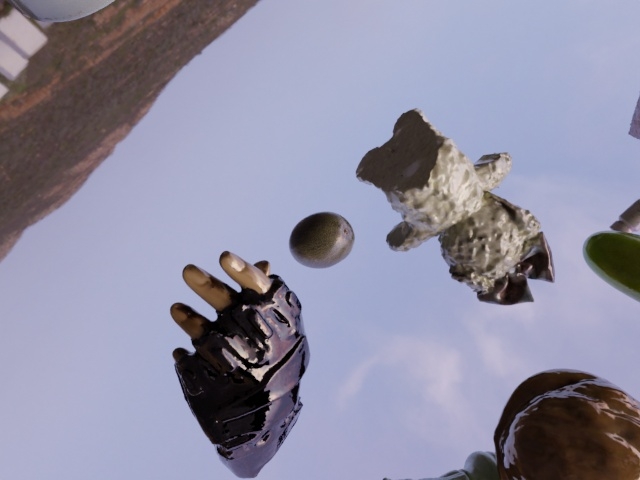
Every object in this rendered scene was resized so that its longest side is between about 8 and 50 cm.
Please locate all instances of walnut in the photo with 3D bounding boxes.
[{"bbox_3d":[0.442,0.369,0.792,0.285,0.296,0.285,-2,-99,10],"label":"walnut"}]

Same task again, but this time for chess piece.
[{"bbox_3d":[0.240,0.528,0.920,0.298,0.175,0.175,0,-145,-12],"label":"chess piece"}]

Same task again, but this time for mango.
[{"bbox_3d":[0.669,0.063,0.891,0.293,0.142,0.175,23,-144,20],"label":"mango"}]

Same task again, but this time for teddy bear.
[{"bbox_3d":[0.302,-0.070,1.038,0.327,0.362,0.375,-46,-154,13],"label":"teddy bear"}]

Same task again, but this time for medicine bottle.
[{"bbox_3d":[0.701,-0.047,1.027,0.089,0.052,0.052,-49,-149,19],"label":"medicine bottle"}]

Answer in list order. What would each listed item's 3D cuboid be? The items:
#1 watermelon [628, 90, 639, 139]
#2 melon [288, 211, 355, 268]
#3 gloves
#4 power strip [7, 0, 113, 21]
[{"bbox_3d":[0.951,-0.365,1.259,0.193,0.256,0.139,-25,-113,1],"label":"watermelon"},{"bbox_3d":[0.000,0.000,0.792,0.131,0.098,0.098,-17,-140,49],"label":"melon"},{"bbox_3d":[-0.073,0.103,0.440,0.124,0.203,0.164,7,-143,8],"label":"gloves"},{"bbox_3d":[-0.467,-0.556,0.785,0.358,0.161,0.357,-5,-109,13],"label":"power strip"}]
